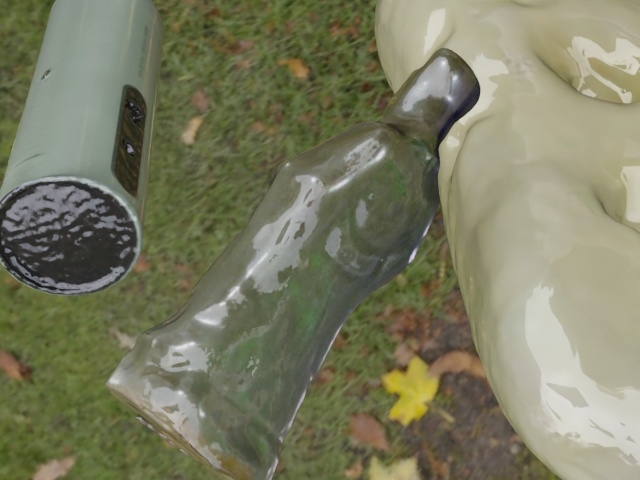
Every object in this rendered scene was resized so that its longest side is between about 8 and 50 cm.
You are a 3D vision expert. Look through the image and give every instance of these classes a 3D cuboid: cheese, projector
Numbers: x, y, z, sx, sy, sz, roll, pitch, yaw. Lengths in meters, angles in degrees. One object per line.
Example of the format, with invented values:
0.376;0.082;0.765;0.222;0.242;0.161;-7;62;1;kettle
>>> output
0.136;-0.019;0.670;0.351;0.328;0.129;25;138;18;cheese
-0.186;-0.096;1.020;0.108;0.337;0.108;-2;125;-3;projector

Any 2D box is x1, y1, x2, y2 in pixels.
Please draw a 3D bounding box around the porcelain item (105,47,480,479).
0.000;0.000;0.552;0.081;0.215;0.069;44;164;-30;porcelain item
